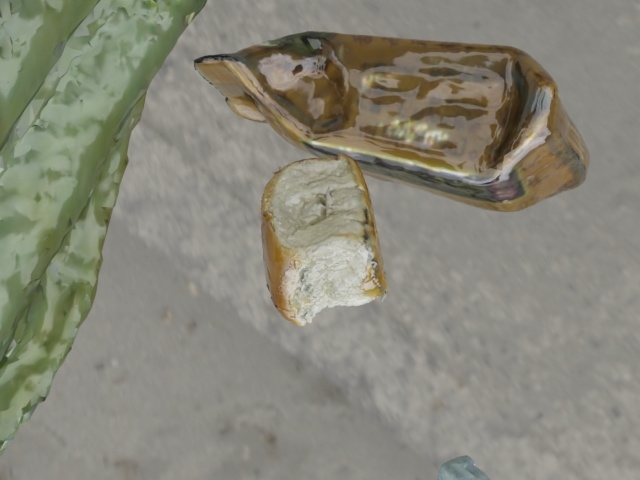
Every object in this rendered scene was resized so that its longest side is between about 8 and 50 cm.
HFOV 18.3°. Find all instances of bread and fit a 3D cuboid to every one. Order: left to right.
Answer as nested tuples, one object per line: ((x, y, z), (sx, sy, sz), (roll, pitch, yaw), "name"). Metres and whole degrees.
((-0.002, 0.000, 1.214), (0.076, 0.083, 0.070), (-13, 140, 6), "bread")

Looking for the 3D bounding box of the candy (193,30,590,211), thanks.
((0.045, -0.090, 1.366), (0.271, 0.143, 0.101), (10, 76, 19), "candy")

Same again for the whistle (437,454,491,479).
((0.113, 0.243, 1.370), (0.123, 0.123, 0.223), (-9, 120, -9), "whistle")

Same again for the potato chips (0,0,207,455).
((-0.093, -0.078, 0.496), (0.070, 0.358, 0.429), (30, 82, 13), "potato chips")
